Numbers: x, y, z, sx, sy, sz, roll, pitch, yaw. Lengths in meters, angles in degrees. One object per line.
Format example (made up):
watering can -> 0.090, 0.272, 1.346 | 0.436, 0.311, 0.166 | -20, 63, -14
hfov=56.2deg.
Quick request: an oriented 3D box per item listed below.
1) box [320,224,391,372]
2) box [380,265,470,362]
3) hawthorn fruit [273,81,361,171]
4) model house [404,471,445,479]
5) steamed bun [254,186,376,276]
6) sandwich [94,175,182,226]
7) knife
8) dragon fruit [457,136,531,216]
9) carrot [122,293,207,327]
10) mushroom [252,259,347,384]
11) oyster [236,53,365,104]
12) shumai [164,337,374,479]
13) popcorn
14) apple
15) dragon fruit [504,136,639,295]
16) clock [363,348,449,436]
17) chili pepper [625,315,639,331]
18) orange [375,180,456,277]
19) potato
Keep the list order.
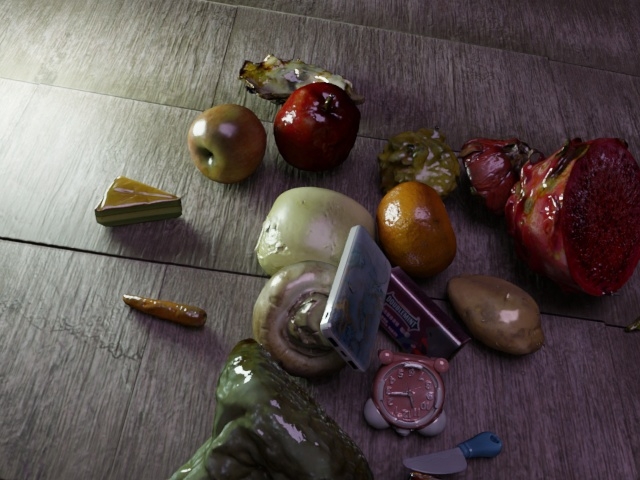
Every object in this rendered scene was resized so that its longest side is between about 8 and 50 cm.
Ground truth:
box -> 0.075, 0.106, 1.164 | 0.044, 0.142, 0.285 | -17, 35, 31
box -> 0.203, 0.174, 1.297 | 0.224, 0.120, 0.069 | 45, 31, 23
hawthorn fruit -> -0.007, -0.298, 1.496 | 0.230, 0.266, 0.210 | -41, 81, -16
model house -> 0.233, 0.532, 1.064 | 0.294, 0.154, 0.207 | 12, 87, 0
steamed bun -> 0.000, 0.000, 1.355 | 0.273, 0.166, 0.232 | 20, 53, 4
sandwich -> -0.417, -0.065, 1.385 | 0.163, 0.079, 0.113 | 21, 56, 3
knife -> 0.260, 0.413, 1.146 | 0.244, 0.032, 0.058 | -3, 41, -35
dragon fruit -> 0.465, -0.181, 1.514 | 0.223, 0.148, 0.218 | 24, 47, -47
carrot -> -0.334, 0.148, 1.274 | 0.191, 0.047, 0.047 | 12, 54, 5
mushroom -> -0.015, 0.167, 1.212 | 0.255, 0.184, 0.255 | 2, 87, -29
oyster -> -0.057, -0.437, 1.698 | 0.361, 0.096, 0.221 | 5, 50, -6
shumai -> -0.117, 0.382, 0.992 | 0.324, 0.397, 0.323 | 44, 81, -2
popcorn -> 0.246, -0.186, 1.525 | 0.189, 0.169, 0.218 | -16, 53, -21
apple -> -0.224, -0.240, 1.473 | 0.188, 0.188, 0.174 | 35, 52, 15
dragon fruit -> 0.594, -0.055, 1.422 | 0.386, 0.249, 0.371 | -1, 95, -35
clock -> 0.175, 0.307, 1.206 | 0.166, 0.093, 0.162 | 8, 83, 2
chili pepper -> 0.817, 0.168, 1.455 | 0.208, 0.043, 0.049 | -36, 80, -28
orange -> 0.217, -0.024, 1.385 | 0.170, 0.224, 0.224 | -20, 57, 10
potato -> 0.397, 0.154, 1.340 | 0.161, 0.128, 0.235 | -19, 55, -26
